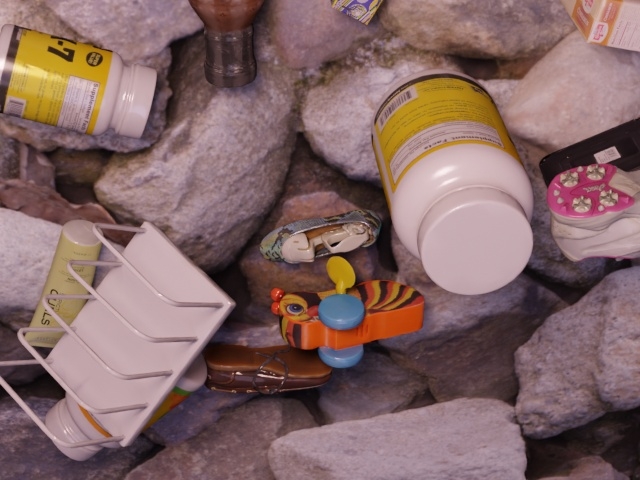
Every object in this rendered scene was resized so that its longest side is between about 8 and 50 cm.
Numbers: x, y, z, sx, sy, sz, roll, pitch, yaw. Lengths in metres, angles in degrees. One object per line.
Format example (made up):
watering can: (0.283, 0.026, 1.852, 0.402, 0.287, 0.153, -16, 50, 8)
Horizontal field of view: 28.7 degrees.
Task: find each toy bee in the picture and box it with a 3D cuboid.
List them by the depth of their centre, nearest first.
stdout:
toy bee: (0.002, 0.109, 1.914, 0.298, 0.162, 0.195, 2, 118, -38)

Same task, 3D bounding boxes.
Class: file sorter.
file sorter: (-0.301, 0.133, 1.784, 0.277, 0.193, 0.173, -53, 159, 12)

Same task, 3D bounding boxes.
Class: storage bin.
storage bin: (0.424, -0.092, 1.824, 0.180, 0.122, 0.084, -23, 123, 9)

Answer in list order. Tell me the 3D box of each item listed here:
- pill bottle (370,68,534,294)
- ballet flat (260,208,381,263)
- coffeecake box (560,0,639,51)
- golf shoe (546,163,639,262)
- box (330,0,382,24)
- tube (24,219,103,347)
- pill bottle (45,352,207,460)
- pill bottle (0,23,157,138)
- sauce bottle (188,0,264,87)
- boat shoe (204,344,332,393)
pill bottle: (0.178, -0.079, 1.678, 0.188, 0.334, 0.188, -3, 124, -4)
ballet flat: (0.000, 0.000, 1.873, 0.188, 0.070, 0.070, -18, 123, 6)
coffeecake box: (0.432, -0.307, 1.671, 0.185, 0.142, 0.068, 8, 123, -11)
golf shoe: (0.465, -0.042, 1.735, 0.306, 0.115, 0.140, -4, 135, 4)
box: (0.078, -0.373, 1.641, 0.059, 0.054, 0.169, 24, 117, -20)
tube: (-0.381, 0.078, 1.888, 0.070, 0.062, 0.240, 34, 126, 14)
pill bottle: (-0.308, 0.237, 1.951, 0.246, 0.136, 0.136, -38, 119, 18)
pill bottle: (-0.331, -0.206, 1.666, 0.208, 0.119, 0.119, 13, 121, -15)
sauce bottle: (-0.121, -0.363, 1.595, 0.111, 0.111, 0.344, -3, 125, -4)
boat shoe: (-0.085, 0.211, 2.002, 0.207, 0.073, 0.073, 5, 125, -1)
